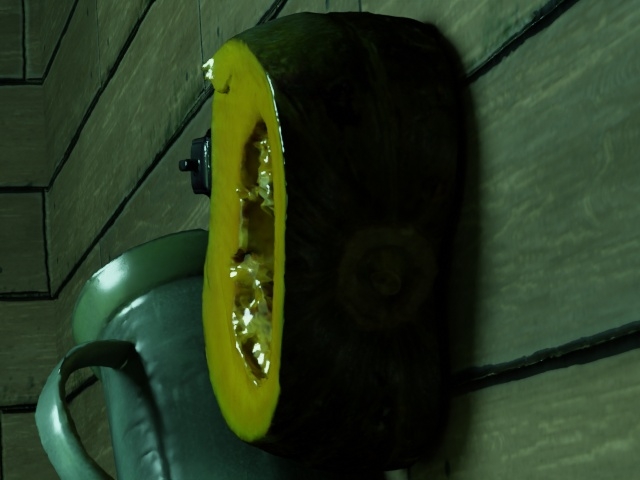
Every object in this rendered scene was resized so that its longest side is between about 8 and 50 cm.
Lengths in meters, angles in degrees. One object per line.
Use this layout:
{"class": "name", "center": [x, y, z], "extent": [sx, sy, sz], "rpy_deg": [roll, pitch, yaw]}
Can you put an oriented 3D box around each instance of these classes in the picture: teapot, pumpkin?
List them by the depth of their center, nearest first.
{"class": "pumpkin", "center": [0.000, 0.000, 1.254], "extent": [0.222, 0.139, 0.317], "rpy_deg": [-143, 50, -66]}
{"class": "teapot", "center": [-0.090, 0.168, 1.373], "extent": [0.200, 0.270, 0.337], "rpy_deg": [-44, 42, 28]}
{"class": "teapot", "center": [-0.072, -0.066, 1.567], "extent": [0.177, 0.096, 0.087], "rpy_deg": [-174, 83, -74]}
